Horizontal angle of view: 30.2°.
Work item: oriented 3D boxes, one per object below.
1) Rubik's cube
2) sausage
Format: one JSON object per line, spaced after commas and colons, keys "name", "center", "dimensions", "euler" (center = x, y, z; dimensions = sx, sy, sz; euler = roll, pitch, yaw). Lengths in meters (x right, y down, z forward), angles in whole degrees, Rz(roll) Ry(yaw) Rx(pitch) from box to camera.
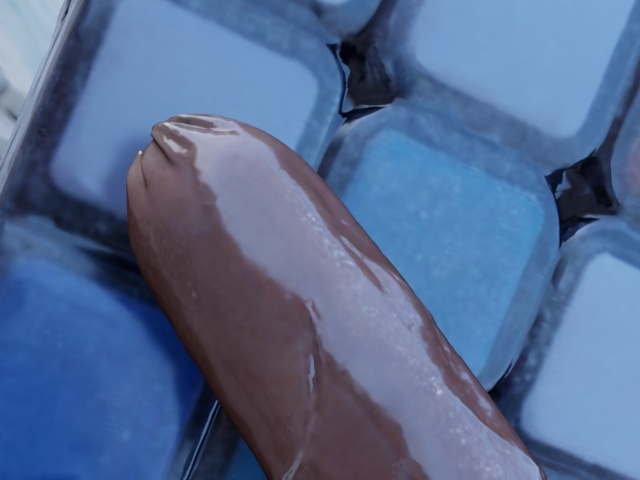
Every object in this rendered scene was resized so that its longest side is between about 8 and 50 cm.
{"name": "Rubik's cube", "center": [0.000, 0.000, 0.646], "dimensions": [0.358, 0.362, 0.363], "euler": [21, -4, -14]}
{"name": "sausage", "center": [0.068, 0.139, 0.405], "dimensions": [0.433, 0.088, 0.088], "euler": [57, 7, 3]}
